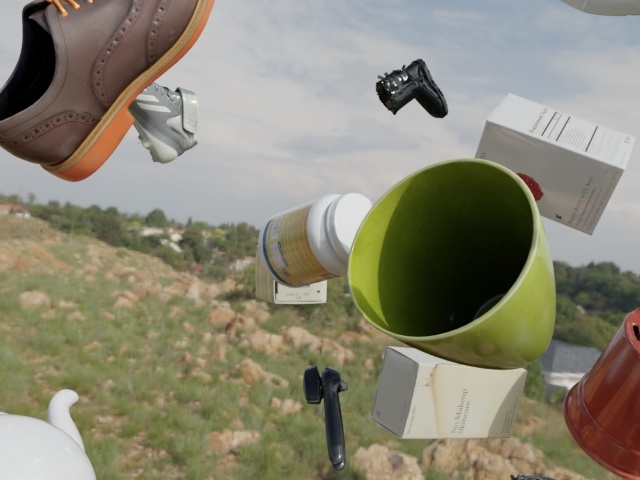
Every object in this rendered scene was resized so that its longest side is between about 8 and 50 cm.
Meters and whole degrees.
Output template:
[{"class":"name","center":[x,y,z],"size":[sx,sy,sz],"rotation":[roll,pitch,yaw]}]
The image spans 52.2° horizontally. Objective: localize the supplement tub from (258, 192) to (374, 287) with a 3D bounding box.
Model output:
[{"class":"supplement tub","center":[0.000,0.000,1.159],"size":[0.144,0.144,0.199],"rotation":[6,-16,-42]}]

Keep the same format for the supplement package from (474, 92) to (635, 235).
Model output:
[{"class":"supplement package","center":[0.499,-0.172,1.433],"size":[0.292,0.178,0.175],"rotation":[24,41,18]}]

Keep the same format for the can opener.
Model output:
[{"class":"can opener","center":[0.019,0.295,1.101],"size":[0.073,0.186,0.059],"rotation":[-19,-39,9]}]

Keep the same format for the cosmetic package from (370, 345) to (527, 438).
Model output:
[{"class":"cosmetic package","center":[0.270,0.318,1.357],"size":[0.309,0.160,0.113],"rotation":[9,5,-33]}]

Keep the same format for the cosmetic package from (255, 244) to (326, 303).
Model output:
[{"class":"cosmetic package","center":[-0.080,0.077,1.627],"size":[0.129,0.153,0.296],"rotation":[0,-4,-13]}]

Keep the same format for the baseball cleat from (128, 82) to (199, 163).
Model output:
[{"class":"baseball cleat","center":[-0.240,-0.209,0.921],"size":[0.109,0.206,0.072],"rotation":[-33,43,-11]}]

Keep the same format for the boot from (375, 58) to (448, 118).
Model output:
[{"class":"boot","center":[0.157,-0.248,1.131],"size":[0.099,0.121,0.045],"rotation":[-34,11,-24]}]

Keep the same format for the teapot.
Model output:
[{"class":"teapot","center":[-0.408,0.294,0.759],"size":[0.187,0.252,0.256],"rotation":[40,-8,23]}]

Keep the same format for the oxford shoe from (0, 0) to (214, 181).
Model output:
[{"class":"oxford shoe","center":[-0.169,-0.177,0.522],"size":[0.097,0.271,0.098],"rotation":[33,3,35]}]

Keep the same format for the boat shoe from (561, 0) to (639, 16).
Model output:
[{"class":"boat shoe","center":[0.388,-0.399,0.941],"size":[0.109,0.094,0.302],"rotation":[-30,39,-14]}]

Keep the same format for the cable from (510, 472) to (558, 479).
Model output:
[{"class":"cable","center":[0.403,0.478,1.143],"size":[0.184,0.047,0.151],"rotation":[24,27,-8]}]

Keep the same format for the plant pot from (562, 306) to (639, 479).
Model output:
[{"class":"plant pot","center":[0.656,0.287,1.286],"size":[0.272,0.265,0.272],"rotation":[4,38,-3]}]

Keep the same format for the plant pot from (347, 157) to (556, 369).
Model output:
[{"class":"plant pot","center":[0.233,0.074,0.962],"size":[0.274,0.275,0.293],"rotation":[6,-25,42]}]
